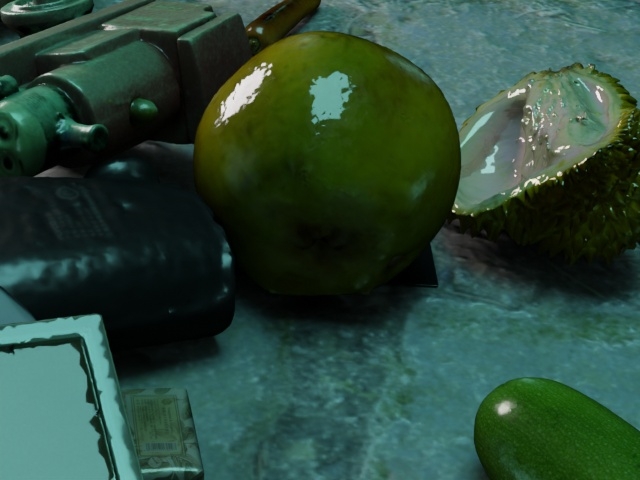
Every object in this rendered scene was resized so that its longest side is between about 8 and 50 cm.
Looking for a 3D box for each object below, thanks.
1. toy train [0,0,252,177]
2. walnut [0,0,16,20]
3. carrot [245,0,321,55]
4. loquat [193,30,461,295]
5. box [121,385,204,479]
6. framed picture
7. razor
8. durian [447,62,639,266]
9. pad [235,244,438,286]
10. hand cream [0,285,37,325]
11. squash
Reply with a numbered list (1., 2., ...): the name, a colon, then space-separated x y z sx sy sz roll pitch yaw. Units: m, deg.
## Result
1. toy train: -0.216 -0.122 1.351 0.221 0.150 0.304 9 26 32
2. walnut: -0.353 -0.354 1.679 0.248 0.248 0.248 4 30 -2
3. carrot: -0.034 -0.242 1.727 0.037 0.037 0.190 16 31 17
4. loquat: 0.005 -0.077 1.277 0.213 0.213 0.246 5 47 0
5. box: -0.112 0.140 1.053 0.062 0.045 0.098 -1 30 -10
6. framed picture: -0.245 0.158 0.930 0.293 0.018 0.231 -5 59 -22
7. razor: -0.234 0.026 1.163 0.327 0.107 0.189 -9 38 -24
8. durian: 0.205 -0.056 1.365 0.138 0.183 0.249 34 16 -26
9. pad: 0.000 0.000 1.352 0.190 0.004 0.127 4 30 -4
10. hand cream: -0.267 0.118 0.992 0.079 0.048 0.255 40 53 -10
11. squash: 0.218 0.195 0.966 0.101 0.101 0.379 -12 36 -28
